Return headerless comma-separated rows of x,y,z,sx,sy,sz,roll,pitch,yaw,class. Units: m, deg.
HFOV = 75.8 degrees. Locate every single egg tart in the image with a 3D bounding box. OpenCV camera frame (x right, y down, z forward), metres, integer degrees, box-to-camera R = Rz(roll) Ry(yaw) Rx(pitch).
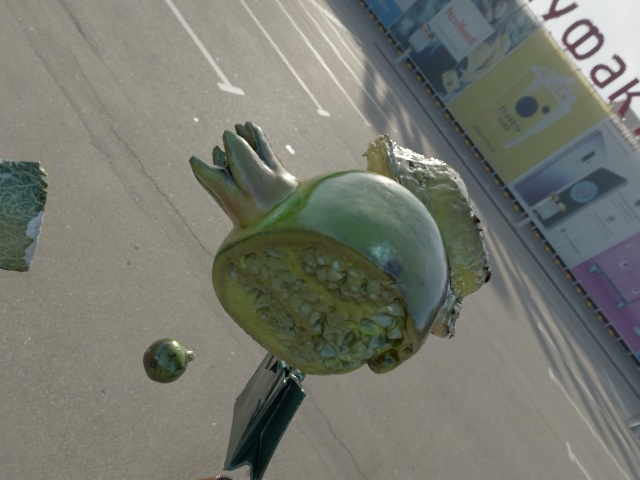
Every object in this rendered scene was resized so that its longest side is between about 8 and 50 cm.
0.228,-0.024,0.841,0.443,0.177,0.444,-18,90,-75,egg tart

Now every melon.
-0.393,-0.061,0.493,0.203,0.139,0.093,59,5,-42,melon

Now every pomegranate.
0.000,0.000,0.539,0.359,0.309,0.216,55,47,-12,pomegranate
-0.387,0.307,1.067,0.115,0.114,0.142,60,16,15,pomegranate

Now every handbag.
-0.120,0.354,0.928,0.089,0.239,0.326,29,0,-6,handbag

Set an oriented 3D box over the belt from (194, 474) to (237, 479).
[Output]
-0.275,0.763,1.077,0.184,0.105,0.262,27,48,-58,belt
